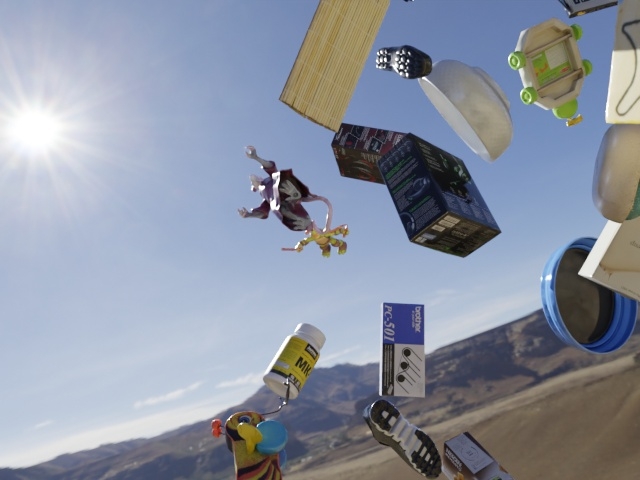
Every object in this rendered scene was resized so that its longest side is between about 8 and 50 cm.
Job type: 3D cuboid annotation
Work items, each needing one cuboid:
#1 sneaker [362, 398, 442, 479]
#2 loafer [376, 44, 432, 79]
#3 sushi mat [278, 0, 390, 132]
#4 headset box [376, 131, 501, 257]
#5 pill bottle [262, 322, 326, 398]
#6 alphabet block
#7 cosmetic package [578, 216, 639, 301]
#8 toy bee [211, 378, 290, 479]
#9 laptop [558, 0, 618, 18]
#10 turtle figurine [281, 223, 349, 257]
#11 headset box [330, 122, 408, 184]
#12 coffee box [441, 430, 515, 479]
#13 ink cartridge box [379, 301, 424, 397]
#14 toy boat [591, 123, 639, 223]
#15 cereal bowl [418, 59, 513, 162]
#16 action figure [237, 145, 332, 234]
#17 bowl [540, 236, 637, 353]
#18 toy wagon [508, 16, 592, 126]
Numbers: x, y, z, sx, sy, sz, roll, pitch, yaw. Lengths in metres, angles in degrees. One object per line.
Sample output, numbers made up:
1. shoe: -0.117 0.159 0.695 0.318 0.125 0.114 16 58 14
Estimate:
1. sneaker: 0.189 0.469 1.234 0.078 0.234 0.106 -46 2 -28
2. loafer: 0.210 -0.429 1.242 0.078 0.223 0.076 -6 -66 -19
3. sushi mat: 0.034 -0.402 1.098 0.151 0.316 0.019 22 1 -31
4. headset box: 0.303 -0.122 1.360 0.246 0.283 0.131 14 -43 -41
5. pill bottle: -0.074 0.361 1.574 0.208 0.119 0.119 -56 5 -34
6. alphabet block: 0.559 -0.267 0.742 0.194 0.197 0.192 -4 14 -13
7. cosmetic package: 0.908 0.002 1.498 0.309 0.160 0.113 -64 -7 4
8. toy bee: -0.147 0.427 1.071 0.162 0.195 0.298 1 12 -3
9. laptop: 0.568 -0.723 1.155 0.408 0.381 0.236 -11 -31 12
10. turtle figurine: 0.000 0.000 1.977 0.270 0.087 0.217 -23 -27 15
11. headset box: 0.208 -0.311 1.929 0.293 0.110 0.218 14 -22 18
12. coffee box: 0.489 0.730 1.592 0.098 0.246 0.141 -15 -58 -24
13. ink cartridge box: 0.185 0.248 1.181 0.097 0.207 0.046 3 -15 1
14. toy boat: 0.642 -0.184 1.021 0.148 0.267 0.318 13 -42 20
15. cereal bowl: 0.440 -0.391 1.498 0.141 0.339 0.339 -39 -22 13
16. action figure: -0.140 -0.181 1.832 0.276 0.248 0.370 8 12 -28
17. bowl: 0.900 0.183 1.747 0.391 0.390 0.077 -11 -4 -26
18. toy wagon: 0.756 -0.532 1.684 0.267 0.344 0.068 -28 14 -15
